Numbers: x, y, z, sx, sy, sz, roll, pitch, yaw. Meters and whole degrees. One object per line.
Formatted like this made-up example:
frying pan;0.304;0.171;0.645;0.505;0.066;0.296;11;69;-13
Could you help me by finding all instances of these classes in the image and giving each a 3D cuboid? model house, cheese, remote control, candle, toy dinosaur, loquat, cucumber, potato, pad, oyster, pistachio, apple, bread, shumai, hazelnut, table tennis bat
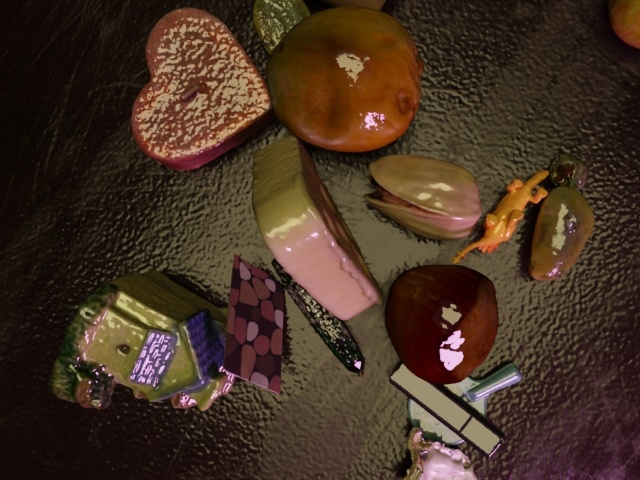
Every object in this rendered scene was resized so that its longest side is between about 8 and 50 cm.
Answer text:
model house;-0.294;0.220;1.160;0.266;0.321;0.261;25;96;4
cheese;0.000;0.000;1.177;0.104;0.384;0.383;-29;86;8
remote control;0.245;0.326;1.223;0.245;0.025;0.063;36;93;7
candle;-0.229;-0.290;1.264;0.288;0.131;0.316;15;90;2
toy dinosaur;0.348;-0.033;1.215;0.070;0.117;0.288;40;75;18
loquat;0.050;-0.300;1.187;0.284;0.276;0.275;0;87;27
cucumber;0.003;0.149;1.257;0.068;0.067;0.293;-34;86;2
potato;0.457;-0.008;1.202;0.105;0.085;0.188;21;99;8
pad;-0.120;0.156;1.184;0.003;0.158;0.234;-20;52;29
oyster;0.222;0.451;1.225;0.163;0.081;0.190;-13;92;-21
pistachio;0.196;-0.084;1.207;0.230;0.157;0.157;17;89;12
apple;0.649;-0.458;1.183;0.196;0.196;0.195;0;87;4
bread;-0.071;-0.439;1.289;0.118;0.064;0.156;-28;84;4
shumai;0.489;-0.136;1.225;0.082;0.080;0.083;3;87;3
hazelnut;0.218;0.153;1.177;0.230;0.229;0.229;0;87;4
table tennis bat;0.287;0.312;1.243;0.237;0.038;0.149;-28;85;5

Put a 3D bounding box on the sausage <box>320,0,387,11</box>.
sausage;0.023;-0.532;1.238;0.253;0.123;0.123;25;89;-6
